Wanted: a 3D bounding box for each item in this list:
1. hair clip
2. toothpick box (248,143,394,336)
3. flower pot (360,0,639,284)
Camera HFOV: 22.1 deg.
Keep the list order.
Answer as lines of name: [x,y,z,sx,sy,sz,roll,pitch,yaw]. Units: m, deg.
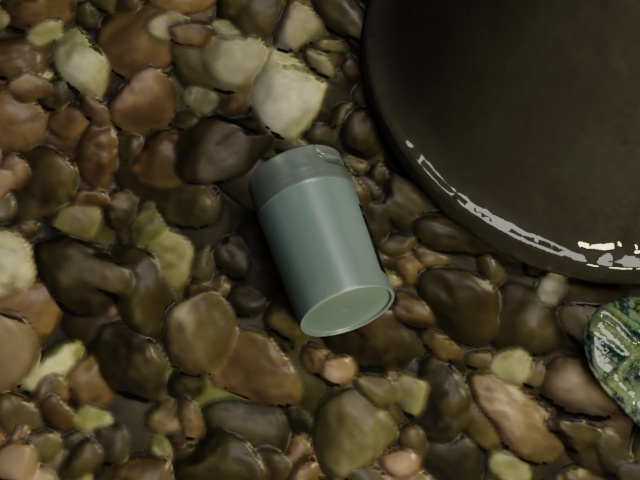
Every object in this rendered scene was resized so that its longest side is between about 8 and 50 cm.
hair clip: [0.226,0.108,0.815,0.229,0.036,0.066,38,53,19]
toothpick box: [0.000,0.000,0.820,0.052,0.052,0.083,-11,63,-20]
flower pot: [0.165,-0.128,0.876,0.269,0.166,0.269,5,58,-8]
